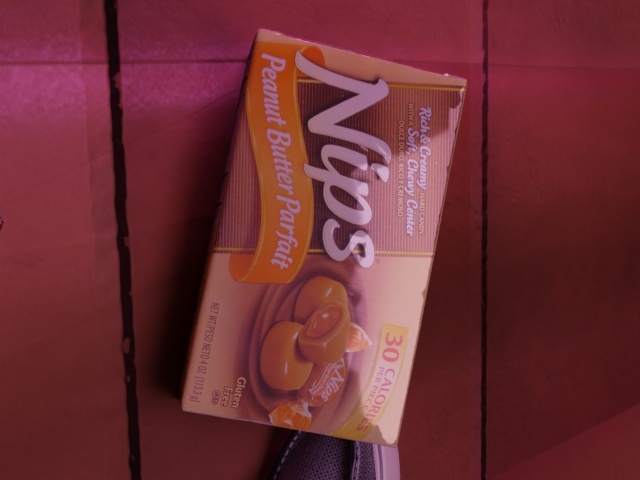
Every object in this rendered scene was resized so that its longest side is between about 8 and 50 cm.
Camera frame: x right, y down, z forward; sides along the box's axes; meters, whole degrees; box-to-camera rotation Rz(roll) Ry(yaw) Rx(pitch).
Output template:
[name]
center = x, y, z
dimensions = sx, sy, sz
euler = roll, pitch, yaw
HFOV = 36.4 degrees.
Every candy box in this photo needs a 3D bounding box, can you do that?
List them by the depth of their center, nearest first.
[candy box]
center = 0.000, 0.000, 0.825
dimensions = 0.183, 0.087, 0.316
euler = 12, 85, -10

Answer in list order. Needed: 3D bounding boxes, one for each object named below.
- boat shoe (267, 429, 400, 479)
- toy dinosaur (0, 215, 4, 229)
[boat shoe]
center = -0.036, 0.291, 0.854
dimensions = 0.158, 0.127, 0.340
euler = 15, 85, -53
[toy dinosaur]
center = -0.305, -0.087, 0.545
dimensions = 0.322, 0.164, 0.218
euler = 52, 46, -23
